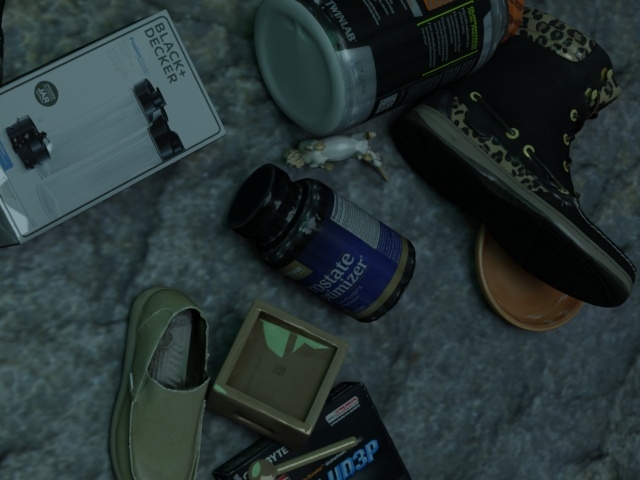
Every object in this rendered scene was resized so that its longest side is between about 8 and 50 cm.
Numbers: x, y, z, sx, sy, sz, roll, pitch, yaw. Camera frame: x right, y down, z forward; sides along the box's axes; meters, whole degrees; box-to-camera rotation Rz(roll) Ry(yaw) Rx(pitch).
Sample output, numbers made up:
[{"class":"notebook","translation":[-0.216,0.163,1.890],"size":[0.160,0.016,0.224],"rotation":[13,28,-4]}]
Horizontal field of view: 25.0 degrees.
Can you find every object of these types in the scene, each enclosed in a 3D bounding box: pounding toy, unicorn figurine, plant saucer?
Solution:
[{"class":"pounding toy","translation":[-0.044,0.207,1.710],"size":[0.181,0.094,0.206],"rotation":[26,65,-1]},{"class":"unicorn figurine","translation":[0.030,-0.112,1.821],"size":[0.162,0.111,0.060],"rotation":[7,92,-15]},{"class":"plant saucer","translation":[0.290,0.026,1.987],"size":[0.200,0.037,0.200],"rotation":[2,85,-29]}]

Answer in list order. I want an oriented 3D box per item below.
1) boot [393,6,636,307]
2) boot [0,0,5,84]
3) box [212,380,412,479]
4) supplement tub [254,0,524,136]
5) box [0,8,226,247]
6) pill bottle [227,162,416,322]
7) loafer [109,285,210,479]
[{"class":"boot","translation":[0.315,-0.118,1.924],"size":[0.377,0.138,0.284],"rotation":[39,63,4]},{"class":"boot","translation":[-0.449,-0.250,1.561],"size":[0.236,0.085,0.178],"rotation":[6,57,-4]},{"class":"box","translation":[-0.002,0.304,1.787],"size":[0.220,0.051,0.175],"rotation":[-31,101,-28]},{"class":"supplement tub","translation":[0.091,-0.269,1.807],"size":[0.316,0.193,0.193],"rotation":[-26,99,-29]},{"class":"box","translation":[-0.271,-0.130,1.647],"size":[0.290,0.087,0.169],"rotation":[-30,101,-29]},{"class":"pill bottle","translation":[0.000,0.000,1.773],"size":[0.219,0.123,0.122],"rotation":[32,71,-24]},{"class":"loafer","translation":[-0.181,0.185,1.670],"size":[0.102,0.092,0.268],"rotation":[3,85,-30]}]
